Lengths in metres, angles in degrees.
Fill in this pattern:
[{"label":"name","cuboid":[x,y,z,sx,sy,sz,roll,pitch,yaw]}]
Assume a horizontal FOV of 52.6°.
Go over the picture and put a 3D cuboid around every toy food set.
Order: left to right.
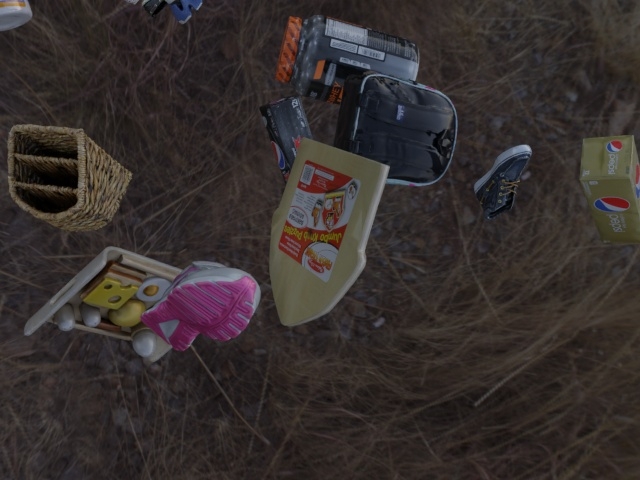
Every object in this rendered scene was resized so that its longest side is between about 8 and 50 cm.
[{"label":"toy food set","cuboid":[-0.368,0.141,1.243,0.219,0.306,0.092,-40,56,16]}]

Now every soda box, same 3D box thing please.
[{"label":"soda box","cuboid":[-0.045,-0.156,1.100,0.060,0.053,0.169,-26,110,-21]},{"label":"soda box","cuboid":[0.379,-0.059,0.829,0.181,0.058,0.061,41,57,-49]}]

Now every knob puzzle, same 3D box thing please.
[{"label":"knob puzzle","cuboid":[0.000,0.000,0.681,0.030,0.213,0.213,13,82,-32]}]

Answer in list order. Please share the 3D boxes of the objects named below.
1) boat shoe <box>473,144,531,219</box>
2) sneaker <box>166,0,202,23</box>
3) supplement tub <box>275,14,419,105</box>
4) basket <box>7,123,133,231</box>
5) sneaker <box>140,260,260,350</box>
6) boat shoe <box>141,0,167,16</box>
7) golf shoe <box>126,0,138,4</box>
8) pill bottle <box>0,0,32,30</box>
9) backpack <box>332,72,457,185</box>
[{"label":"boat shoe","cuboid":[0.381,-0.115,1.319,0.065,0.183,0.083,-4,65,-18]},{"label":"sneaker","cuboid":[-0.276,-0.642,1.379,0.182,0.127,0.315,33,106,-29]},{"label":"supplement tub","cuboid":[0.064,-0.449,1.658,0.337,0.207,0.207,12,83,-9]},{"label":"basket","cuboid":[-0.704,-0.160,1.723,0.299,0.223,0.214,10,69,28]},{"label":"sneaker","cuboid":[-0.158,0.072,0.900,0.103,0.252,0.111,47,54,-19]},{"label":"boat shoe","cuboid":[-0.375,-0.601,1.589,0.133,0.049,0.042,-36,94,7]},{"label":"golf shoe","cuboid":[-0.494,-0.635,1.635,0.186,0.067,0.086,-22,126,-19]},{"label":"pill bottle","cuboid":[-0.884,-0.708,1.709,0.152,0.152,0.272,-21,98,-17]},{"label":"backpack","cuboid":[0.155,-0.227,1.373,0.253,0.191,0.225,6,97,-20]}]
